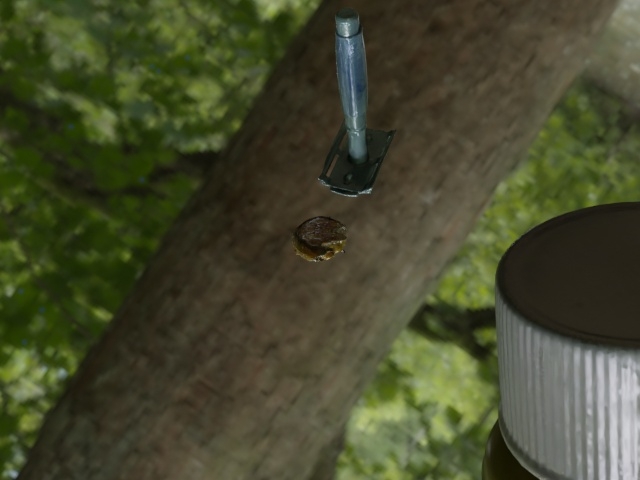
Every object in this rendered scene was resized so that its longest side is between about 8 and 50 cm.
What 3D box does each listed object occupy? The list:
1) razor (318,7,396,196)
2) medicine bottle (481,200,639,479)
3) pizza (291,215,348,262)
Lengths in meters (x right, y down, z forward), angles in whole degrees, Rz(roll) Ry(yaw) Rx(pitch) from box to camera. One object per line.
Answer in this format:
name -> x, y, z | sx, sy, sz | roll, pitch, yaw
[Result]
razor -> 0.021, -0.100, 0.852 | 0.040, 0.068, 0.135 | 10, 140, 15
medicine bottle -> 0.225, 0.182, 0.884 | 0.224, 0.224, 0.384 | 35, 141, 52
pizza -> 0.000, 0.000, 0.824 | 0.037, 0.016, 0.083 | -6, -165, 0
